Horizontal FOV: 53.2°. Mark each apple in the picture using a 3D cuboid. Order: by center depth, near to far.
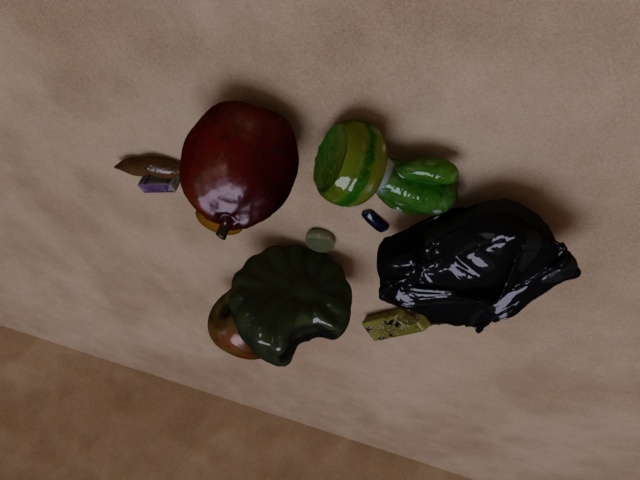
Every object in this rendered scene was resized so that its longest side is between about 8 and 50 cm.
[{"bbox_3d":[-0.230,0.271,2.121,0.264,0.264,0.264,14,148,9],"label":"apple"}]

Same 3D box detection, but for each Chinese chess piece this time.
[{"bbox_3d":[0.000,0.000,1.786,0.084,0.034,0.084,12,148,7],"label":"Chinese chess piece"}]

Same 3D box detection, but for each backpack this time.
[{"bbox_3d":[0.358,0.063,1.486,0.363,0.254,0.446,20,148,-27],"label":"backpack"}]

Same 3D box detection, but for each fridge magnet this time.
[{"bbox_3d":[-0.284,-0.064,1.810,0.143,0.063,0.143,14,150,8],"label":"fridge magnet"}]

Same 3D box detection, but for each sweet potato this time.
[{"bbox_3d":[-0.465,-0.198,1.711,0.218,0.051,0.065,7,148,19],"label":"sweet potato"}]

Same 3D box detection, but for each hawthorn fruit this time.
[{"bbox_3d":[-0.184,-0.148,1.402,0.265,0.307,0.265,13,155,6],"label":"hawthorn fruit"}]

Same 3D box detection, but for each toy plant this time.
[{"bbox_3d":[0.159,-0.139,1.395,0.316,0.184,0.224,15,157,-25],"label":"toy plant"}]

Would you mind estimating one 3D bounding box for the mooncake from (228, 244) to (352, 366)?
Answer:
[{"bbox_3d":[-0.086,0.170,1.823,0.351,0.351,0.187,13,147,10],"label":"mooncake"}]

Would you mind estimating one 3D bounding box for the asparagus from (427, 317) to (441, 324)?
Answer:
[{"bbox_3d":[0.332,0.258,2.002,0.165,0.030,0.036,-27,88,49],"label":"asparagus"}]

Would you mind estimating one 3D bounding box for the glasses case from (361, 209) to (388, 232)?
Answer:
[{"bbox_3d":[0.141,-0.047,1.646,0.083,0.023,0.033,39,145,-29],"label":"glasses case"}]

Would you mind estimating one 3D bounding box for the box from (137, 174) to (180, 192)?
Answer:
[{"bbox_3d":[-0.442,-0.160,1.760,0.117,0.050,0.036,3,146,28],"label":"box"}]

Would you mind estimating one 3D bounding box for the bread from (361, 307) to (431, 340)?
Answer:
[{"bbox_3d":[0.236,0.263,2.029,0.226,0.049,0.088,-23,108,46],"label":"bread"}]
